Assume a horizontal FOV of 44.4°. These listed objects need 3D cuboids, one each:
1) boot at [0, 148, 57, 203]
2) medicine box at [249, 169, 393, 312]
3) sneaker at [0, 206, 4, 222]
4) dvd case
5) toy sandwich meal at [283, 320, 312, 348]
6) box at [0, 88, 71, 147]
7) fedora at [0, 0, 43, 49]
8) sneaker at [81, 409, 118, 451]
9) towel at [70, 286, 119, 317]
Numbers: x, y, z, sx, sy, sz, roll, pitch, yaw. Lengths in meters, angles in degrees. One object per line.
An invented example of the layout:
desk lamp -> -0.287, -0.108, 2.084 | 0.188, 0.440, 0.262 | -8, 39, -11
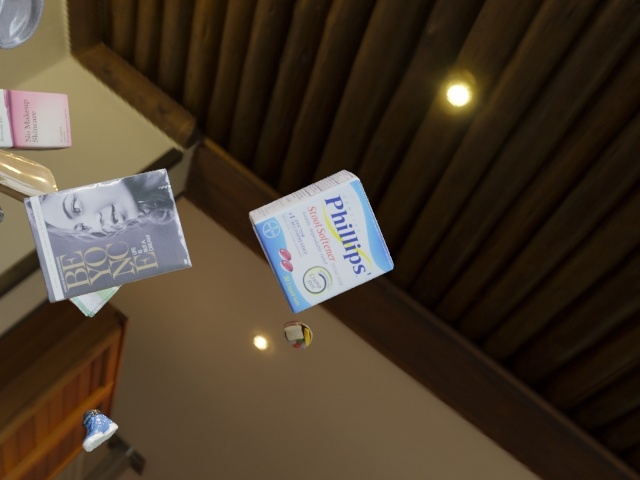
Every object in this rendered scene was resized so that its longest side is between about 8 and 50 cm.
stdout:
boot -> -0.657, -0.171, 1.490 | 0.089, 0.269, 0.236 | -47, -129, 18
medicine box -> 0.000, 0.000, 2.022 | 0.149, 0.289, 0.263 | -128, -166, -74
sneaker -> -0.964, -0.043, 1.964 | 0.146, 0.343, 0.134 | -41, -105, 41
dvd case -> -0.329, -0.010, 1.222 | 0.018, 0.221, 0.165 | 149, -74, -73
toy sandwich meal -> -0.061, 0.247, 2.037 | 0.085, 0.029, 0.086 | 4, -67, 9
box -> -0.788, -0.311, 2.051 | 0.126, 0.232, 0.149 | -1, -85, 34
fedora -> -0.683, -0.523, 1.680 | 0.124, 0.243, 0.275 | 31, -64, 17
sneaker -> -0.581, 0.476, 1.990 | 0.084, 0.152, 0.058 | 41, -78, 6
towel -> -0.408, 0.051, 1.428 | 0.113, 0.152, 0.023 | 45, -4, -8
